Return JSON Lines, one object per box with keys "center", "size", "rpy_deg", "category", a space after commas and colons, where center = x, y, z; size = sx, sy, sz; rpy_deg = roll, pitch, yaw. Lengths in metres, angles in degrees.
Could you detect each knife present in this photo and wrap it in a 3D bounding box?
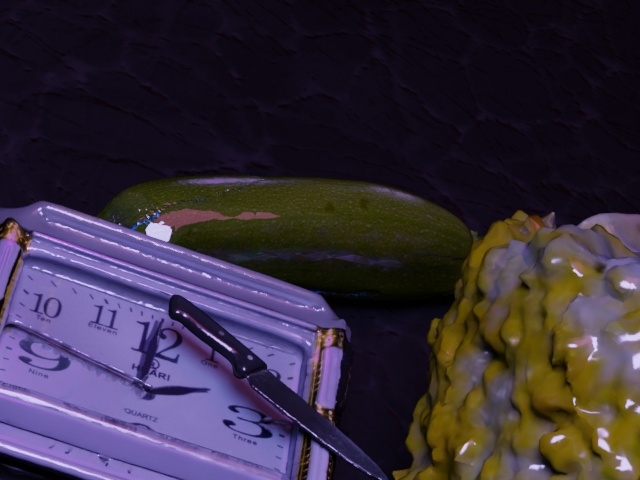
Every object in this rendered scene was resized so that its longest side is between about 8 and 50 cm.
{"center": [-0.026, 0.087, 1.157], "size": [0.170, 0.010, 0.023], "rpy_deg": [38, 41, 12], "category": "knife"}

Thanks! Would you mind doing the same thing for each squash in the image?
{"center": [0.000, 0.001, 1.340], "size": [0.331, 0.087, 0.087], "rpy_deg": [4, 44, -27], "category": "squash"}

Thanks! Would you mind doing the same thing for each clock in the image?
{"center": [-0.108, 0.088, 1.185], "size": [0.253, 0.083, 0.186], "rpy_deg": [20, 40, -9], "category": "clock"}

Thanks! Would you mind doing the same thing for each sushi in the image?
{"center": [0.246, 0.119, 1.132], "size": [0.396, 0.240, 0.351], "rpy_deg": [10, 2, -41], "category": "sushi"}
